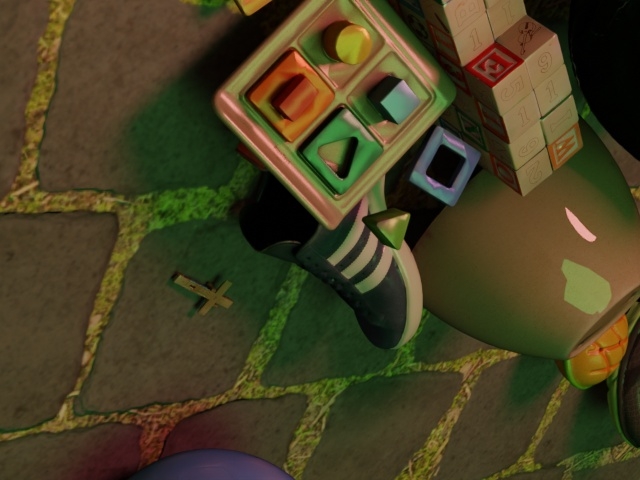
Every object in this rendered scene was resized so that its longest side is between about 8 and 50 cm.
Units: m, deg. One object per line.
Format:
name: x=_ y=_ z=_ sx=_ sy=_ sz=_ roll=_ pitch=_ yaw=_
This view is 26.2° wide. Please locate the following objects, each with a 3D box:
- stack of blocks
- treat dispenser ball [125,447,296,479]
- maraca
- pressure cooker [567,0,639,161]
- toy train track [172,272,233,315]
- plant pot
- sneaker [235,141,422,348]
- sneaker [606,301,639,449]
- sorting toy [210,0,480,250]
stack of blocks: x=0.149 y=-0.199 z=1.350 sx=0.087 sy=0.171 sz=0.297 roll=-39 pitch=140 yaw=-11
treat dispenser ball: x=-0.119 y=0.371 z=1.492 sx=0.288 sy=0.288 sz=0.288 roll=-25 pitch=136 yaw=-26
maraca: x=0.375 y=0.113 z=1.892 sx=0.127 sy=0.099 sz=0.185 roll=25 pitch=77 yaw=-52
pressure cooker: x=0.484 y=-0.283 z=1.390 sx=0.420 sy=0.376 sz=0.370 roll=-57 pitch=162 yaw=-33
toy train track: x=-0.124 y=0.050 z=1.437 sx=0.048 sy=0.014 sz=0.083 roll=-48 pitch=136 yaw=12
plant pot: x=0.258 y=0.023 z=1.555 sx=0.284 sy=0.191 sz=0.284 roll=-39 pitch=163 yaw=-14
sneaker: x=0.000 y=0.000 z=1.423 sx=0.148 sy=0.131 sz=0.350 roll=-34 pitch=130 yaw=-19
sneaker: x=0.582 y=0.119 z=1.998 sx=0.185 sy=0.202 sz=0.482 roll=7 pitch=117 yaw=-45
sorting toy: x=0.021 y=-0.133 z=1.270 sx=0.196 sy=0.047 sz=0.347 roll=-49 pitch=117 yaw=-9
